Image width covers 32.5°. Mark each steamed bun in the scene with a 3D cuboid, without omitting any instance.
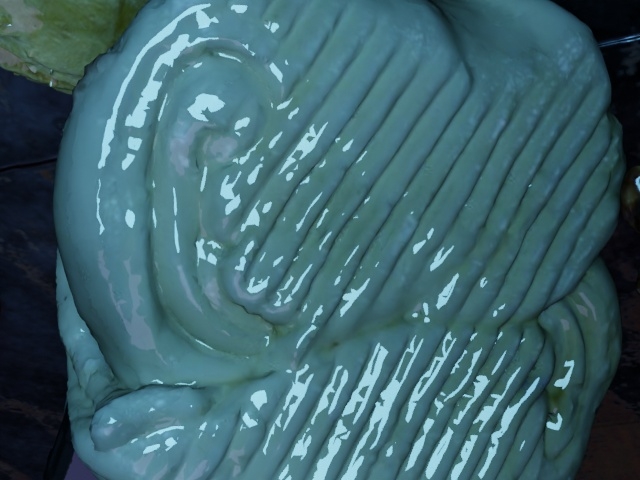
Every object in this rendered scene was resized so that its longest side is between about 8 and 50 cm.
[{"bbox_3d":[-0.001,0.010,0.617,0.324,0.309,0.219,-1,-172,-27],"label":"steamed bun"}]

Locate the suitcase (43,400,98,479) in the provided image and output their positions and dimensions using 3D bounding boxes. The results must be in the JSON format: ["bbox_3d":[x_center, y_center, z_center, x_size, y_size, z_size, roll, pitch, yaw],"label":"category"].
[{"bbox_3d":[-0.065,0.156,0.911,0.286,0.066,0.206,17,107,-18],"label":"suitcase"}]

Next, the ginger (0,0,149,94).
[{"bbox_3d":[-0.227,-0.193,0.469,0.348,0.122,0.363,-1,156,-9],"label":"ginger"}]

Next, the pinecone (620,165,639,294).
[{"bbox_3d":[0.283,-0.010,0.528,0.242,0.296,0.298,7,114,-34],"label":"pinecone"}]

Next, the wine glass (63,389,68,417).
[{"bbox_3d":[-0.123,0.152,0.977,0.195,0.079,0.079,18,142,-19],"label":"wine glass"}]
